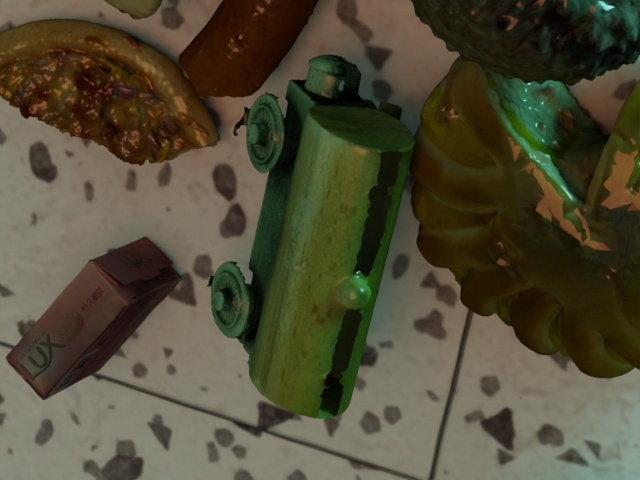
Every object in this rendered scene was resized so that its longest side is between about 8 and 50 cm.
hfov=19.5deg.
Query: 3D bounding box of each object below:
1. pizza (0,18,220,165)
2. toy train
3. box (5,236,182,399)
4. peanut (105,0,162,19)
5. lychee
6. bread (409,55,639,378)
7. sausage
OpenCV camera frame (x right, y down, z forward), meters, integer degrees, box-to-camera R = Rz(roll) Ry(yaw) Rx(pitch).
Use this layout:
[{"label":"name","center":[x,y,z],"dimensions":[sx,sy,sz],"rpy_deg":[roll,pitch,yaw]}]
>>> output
[{"label":"pizza","center":[-0.204,-0.136,1.691],"dimensions":[0.246,0.058,0.127],"rpy_deg":[32,115,10]},{"label":"toy train","center":[0.008,0.001,1.588],"dimensions":[0.189,0.126,0.307],"rpy_deg":[37,123,44]},{"label":"box","center":[-0.209,0.071,1.731],"dimensions":[0.060,0.111,0.156],"rpy_deg":[48,115,8]},{"label":"peanut","center":[-0.175,-0.352,1.557],"dimensions":[0.174,0.158,0.340],"rpy_deg":[-10,104,18]},{"label":"lychee","center":[0.172,-0.245,1.414],"dimensions":[0.255,0.274,0.255],"rpy_deg":[-2,95,-22]},{"label":"bread","center":[0.231,-0.026,1.516],"dimensions":[0.333,0.160,0.333],"rpy_deg":[7,111,18]},{"label":"sausage","center":[-0.034,-0.254,1.582],"dimensions":[0.103,0.076,0.302],"rpy_deg":[26,114,10]}]
